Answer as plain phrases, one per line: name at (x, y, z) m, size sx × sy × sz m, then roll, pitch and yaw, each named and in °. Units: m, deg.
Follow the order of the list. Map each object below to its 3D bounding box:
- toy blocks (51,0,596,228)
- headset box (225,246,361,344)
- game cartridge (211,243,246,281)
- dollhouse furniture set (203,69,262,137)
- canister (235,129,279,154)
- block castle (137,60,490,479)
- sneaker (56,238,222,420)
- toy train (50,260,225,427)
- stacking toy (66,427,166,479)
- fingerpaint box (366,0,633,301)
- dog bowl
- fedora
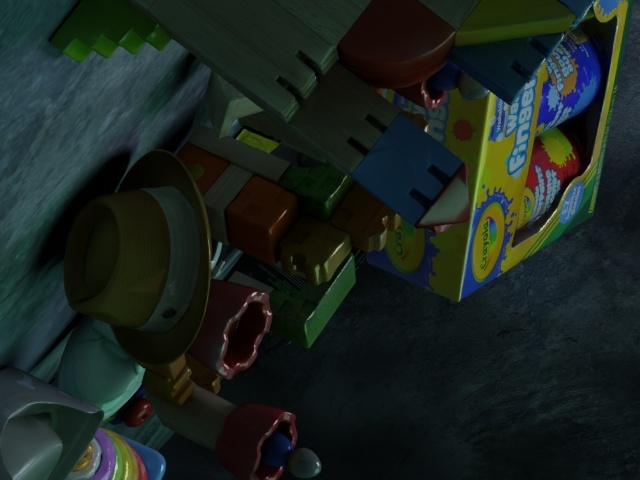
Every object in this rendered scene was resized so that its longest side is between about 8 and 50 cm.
toy blocks at (0.059, -0.188, 0.844) m, size 0.381 × 0.261 × 0.191 m, roll -52°, pitch 176°, yaw 0°
headset box at (0.000, 0.000, 2.093) m, size 0.283 × 0.131 × 0.246 m, roll -53°, pitch 175°, yaw 12°
game cartridge at (-0.110, -0.011, 2.098) m, size 0.355 × 0.068 × 0.230 m, roll -50°, pitch 180°, yaw -31°
dollhouse furniture set at (-0.018, -0.194, 1.221) m, size 0.183 × 0.129 × 0.129 m, roll -19°, pitch 164°, yaw -18°
canister at (-0.063, -0.096, 1.723) m, size 0.126 × 0.073 × 0.170 m, roll -50°, pitch 177°, yaw -19°
block castle at (0.001, -0.001, 1.471) m, size 0.453 × 0.212 × 0.303 m, roll -53°, pitch 153°, yaw -29°
sneaker at (-0.194, 0.071, 1.536) m, size 0.256 × 0.094 × 0.151 m, roll -60°, pitch -175°, yaw -26°
toy train at (-0.221, 0.117, 1.726) m, size 0.248 × 0.105 × 0.143 m, roll -53°, pitch 163°, yaw 14°
stacking toy at (-0.329, 0.314, 1.991) m, size 0.302 × 0.165 × 0.175 m, roll 89°, pitch 22°, yaw -67°
fingerpaint box at (0.249, -0.194, 1.909) m, size 0.371 × 0.163 × 0.445 m, roll -26°, pitch 131°, yaw -46°
dog bowl at (-0.358, 0.270, 1.394) m, size 0.349 × 0.102 × 0.349 m, roll -51°, pitch 177°, yaw -4°
fedora at (-0.165, 0.016, 1.221) m, size 0.079 × 0.194 × 0.194 m, roll -1°, pitch 141°, yaw -35°
